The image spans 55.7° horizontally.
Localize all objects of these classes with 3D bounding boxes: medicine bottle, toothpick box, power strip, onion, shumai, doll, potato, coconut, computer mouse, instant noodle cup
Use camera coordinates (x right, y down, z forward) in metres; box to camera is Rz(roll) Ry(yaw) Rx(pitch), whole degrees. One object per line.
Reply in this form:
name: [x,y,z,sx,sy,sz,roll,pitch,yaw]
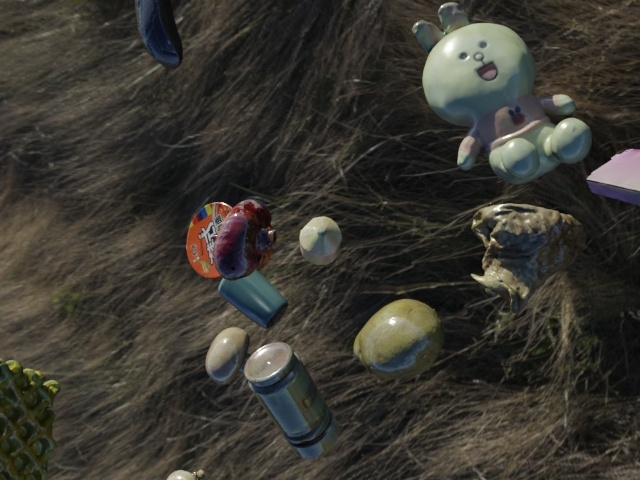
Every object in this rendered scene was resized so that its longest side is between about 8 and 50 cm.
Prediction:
medicine bottle: [-0.076,0.435,1.649,0.151,0.151,0.322,-2,128,36]
toothpick box: [-0.181,0.156,1.681,0.184,0.120,0.120,38,121,15]
power strip: [0.573,-0.113,1.071,0.109,0.279,0.037,-34,100,6]
onion: [-0.186,-0.013,1.428,0.151,0.098,0.206,-4,59,37]
shumai: [0.539,0.063,1.560,0.267,0.314,0.263,155,124,-69]
doll: [0.211,-0.173,0.752,0.154,0.113,0.275,-32,63,6]
potato: [0.162,0.208,1.272,0.235,0.177,0.160,-37,64,54]
coconut: [0.000,0.000,1.641,0.116,0.116,0.122,46,160,18]
computer mouse: [-0.402,-0.523,1.468,0.122,0.073,0.217,0,106,50]
instant noodle cup: [-0.291,0.008,2.017,0.250,0.192,0.251,-4,82,33]

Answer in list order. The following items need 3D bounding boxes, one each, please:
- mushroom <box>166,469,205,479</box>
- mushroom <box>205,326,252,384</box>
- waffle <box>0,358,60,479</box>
mushroom: [-0.247,0.465,1.138,0.085,0.079,0.085,11,116,25]
mushroom: [-0.300,0.416,2.141,0.204,0.204,0.204,10,107,34]
waffle: [-0.463,0.265,0.831,0.054,0.223,0.204,-6,71,30]
